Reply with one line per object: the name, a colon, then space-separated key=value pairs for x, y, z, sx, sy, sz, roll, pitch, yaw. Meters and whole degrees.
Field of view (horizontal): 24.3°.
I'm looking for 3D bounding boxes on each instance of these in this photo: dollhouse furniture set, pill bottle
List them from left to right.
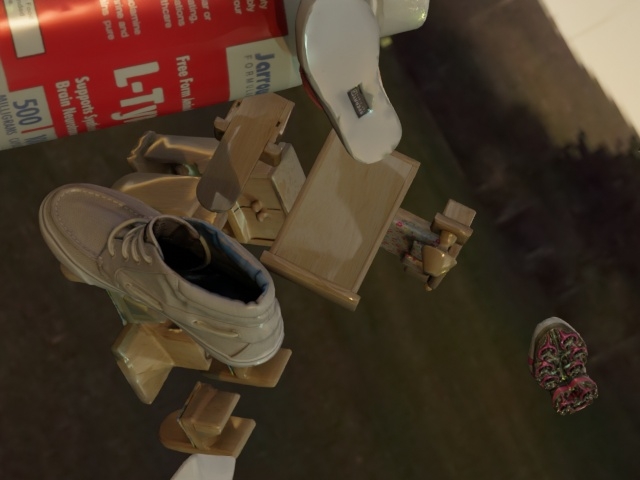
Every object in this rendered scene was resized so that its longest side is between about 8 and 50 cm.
pill bottle: x=-0.127 y=-0.223 z=1.261 sx=0.229 sy=0.408 sz=0.229 roll=167 pitch=-90 yaw=-83
dollhouse furniture set: x=-0.207 y=0.040 z=2.115 sx=0.394 sy=0.257 sz=0.362 roll=-61 pitch=143 yaw=-35
dollhouse furniture set: x=0.000 y=0.000 z=1.742 sx=0.303 sy=0.173 sz=0.355 roll=27 pitch=-13 yaw=3

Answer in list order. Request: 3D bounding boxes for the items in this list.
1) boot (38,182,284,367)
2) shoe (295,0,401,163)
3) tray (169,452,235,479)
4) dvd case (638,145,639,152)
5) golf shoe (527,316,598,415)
boot: x=-0.139 y=0.004 z=1.276 sx=0.258 sy=0.095 sz=0.123 roll=30 pitch=-26 yaw=15
shoe: x=0.008 y=-0.140 z=1.121 sx=0.081 sy=0.063 sz=0.178 roll=55 pitch=-8 yaw=40
tray: x=-0.168 y=0.311 z=1.357 sx=0.030 sy=0.270 sz=0.145 roll=37 pitch=0 yaw=16
dvd case: x=0.528 y=-0.198 z=2.326 sx=0.013 sy=0.119 sz=0.087 roll=25 pitch=17 yaw=8
golf shoe: x=0.265 y=0.130 z=1.703 sx=0.086 sy=0.068 sz=0.186 roll=64 pitch=1 yaw=34
